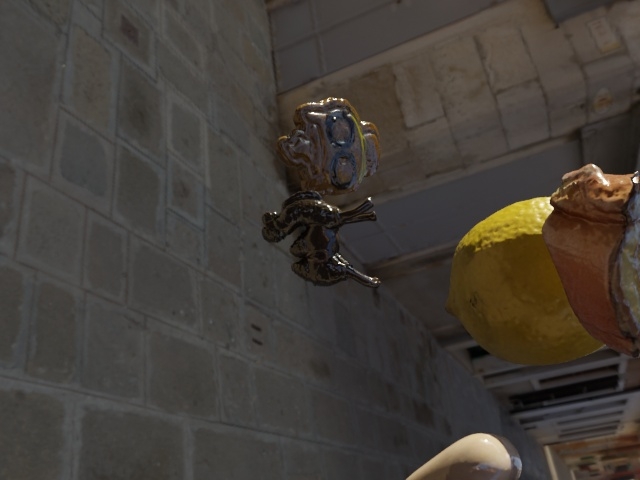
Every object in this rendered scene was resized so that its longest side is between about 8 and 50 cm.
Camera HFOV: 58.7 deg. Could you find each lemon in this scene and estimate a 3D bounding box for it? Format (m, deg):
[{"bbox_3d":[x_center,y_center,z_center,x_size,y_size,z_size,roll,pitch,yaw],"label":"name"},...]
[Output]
[{"bbox_3d":[0.409,0.074,1.062,0.336,0.336,0.336,-18,90,-72],"label":"lemon"}]

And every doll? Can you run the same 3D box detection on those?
[{"bbox_3d":[0.000,0.000,0.788,0.057,0.165,0.139,-53,143,-82],"label":"doll"}]

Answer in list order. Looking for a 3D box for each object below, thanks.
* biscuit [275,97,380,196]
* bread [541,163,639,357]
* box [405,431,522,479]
[{"bbox_3d":[0.028,-0.198,1.210,0.290,0.041,0.208,-11,99,-41],"label":"biscuit"},{"bbox_3d":[0.398,0.008,0.770,0.190,0.123,0.244,-42,119,-24],"label":"bread"},{"bbox_3d":[0.207,0.365,0.855,0.146,0.200,0.088,23,27,-51],"label":"box"}]
